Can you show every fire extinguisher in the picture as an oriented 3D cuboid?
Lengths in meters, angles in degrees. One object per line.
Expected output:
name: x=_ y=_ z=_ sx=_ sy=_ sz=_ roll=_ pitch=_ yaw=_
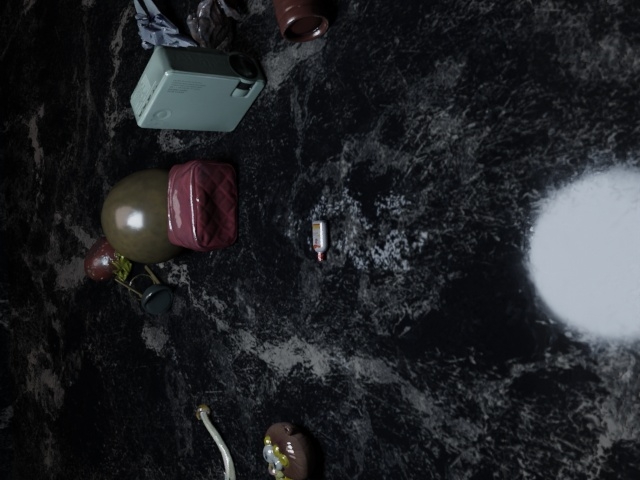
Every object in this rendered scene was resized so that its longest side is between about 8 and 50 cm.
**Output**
fire extinguisher: x=-0.080 y=-0.574 z=1.494 sx=0.138 sy=0.102 sz=0.344 roll=-34 pitch=65 yaw=49

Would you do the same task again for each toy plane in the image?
toy plane: x=-0.423 y=-0.552 z=1.940 sx=0.267 sy=0.088 sz=0.212 roll=38 pitch=143 yaw=41

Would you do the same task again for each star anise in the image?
star anise: x=-0.256 y=-0.572 z=1.713 sx=0.198 sy=0.111 sz=0.257 roll=29 pitch=108 yaw=47

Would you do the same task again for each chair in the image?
chair: x=-0.494 y=0.150 z=2.067 sx=0.221 sy=0.104 sz=0.095 roll=19 pitch=132 yaw=54

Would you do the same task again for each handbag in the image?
handbag: x=-0.286 y=-0.085 z=1.742 sx=0.135 sy=0.146 sz=0.225 roll=2 pitch=96 yaw=48

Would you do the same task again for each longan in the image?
longan: x=-0.435 y=-0.061 z=1.865 sx=0.258 sy=0.258 sz=0.258 roll=3 pitch=94 yaw=52

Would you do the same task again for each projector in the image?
projector: x=-0.278 y=-0.344 z=1.629 sx=0.192 sy=0.257 sz=0.099 roll=-44 pitch=60 yaw=43

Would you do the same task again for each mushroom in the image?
mushroom: x=-0.250 y=0.553 z=1.815 sx=0.306 sy=0.043 sz=0.068 roll=66 pitch=154 yaw=24

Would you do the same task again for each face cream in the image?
face cream: x=0.000 y=0.000 z=1.483 sx=0.040 sy=0.021 sz=0.083 roll=-2 pitch=90 yaw=53

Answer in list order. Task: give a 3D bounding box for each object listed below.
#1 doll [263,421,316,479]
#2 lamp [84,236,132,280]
doll: x=-0.065 y=0.476 z=1.534 sx=0.145 sy=0.096 sz=0.188 roll=3 pitch=104 yaw=59
lamp: x=-0.651 y=0.064 z=2.230 sx=0.156 sy=0.135 sz=0.157 roll=-40 pitch=28 yaw=12
